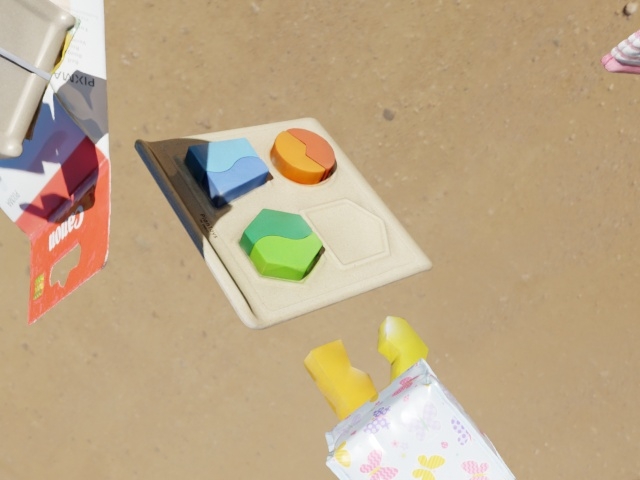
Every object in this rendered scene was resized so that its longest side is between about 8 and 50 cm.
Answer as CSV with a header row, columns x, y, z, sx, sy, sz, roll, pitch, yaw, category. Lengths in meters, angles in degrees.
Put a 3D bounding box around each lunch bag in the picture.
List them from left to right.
x,y,z,sx,sy,sz,roll,pitch,yaw,category
0.053,0.117,0.365,0.071,0.053,0.083,-40,94,4,lunch bag

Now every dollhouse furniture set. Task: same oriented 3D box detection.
x,y,z,sx,sy,sz,roll,pitch,yaw,category
-0.179,-0.092,0.277,0.058,0.151,0.076,16,84,32,dollhouse furniture set

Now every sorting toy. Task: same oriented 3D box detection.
x,y,z,sx,sy,sz,roll,pitch,yaw,category
0.000,0.000,0.622,0.307,0.229,0.041,54,135,25,sorting toy

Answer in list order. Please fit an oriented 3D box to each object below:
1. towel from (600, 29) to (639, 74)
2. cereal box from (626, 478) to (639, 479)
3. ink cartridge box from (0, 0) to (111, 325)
x,y,z,sx,sy,sz,roll,pitch,yaw,category
0.366,-0.200,0.622,0.197,0.144,0.029,131,138,-68,towel
0.325,0.234,0.608,0.173,0.240,0.047,-13,73,21,cereal box
-0.175,-0.051,0.429,0.145,0.045,0.179,-28,61,48,ink cartridge box
